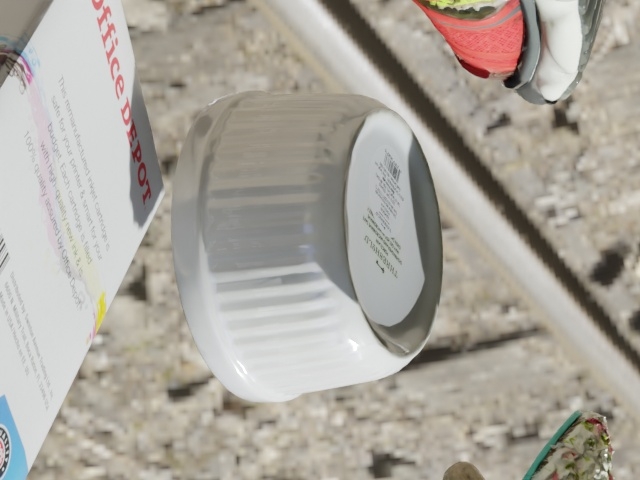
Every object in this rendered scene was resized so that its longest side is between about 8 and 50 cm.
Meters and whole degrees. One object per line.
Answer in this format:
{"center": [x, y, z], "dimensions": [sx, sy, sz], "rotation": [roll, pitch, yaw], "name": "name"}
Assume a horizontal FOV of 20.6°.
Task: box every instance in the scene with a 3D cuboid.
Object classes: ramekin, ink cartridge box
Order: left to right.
{"center": [-0.224, -0.014, 0.880], "dimensions": [0.197, 0.270, 0.198], "rotation": [7, 136, 16], "name": "ink cartridge box"}
{"center": [0.000, 0.000, 1.143], "dimensions": [0.109, 0.207, 0.207], "rotation": [-6, 153, 26], "name": "ramekin"}

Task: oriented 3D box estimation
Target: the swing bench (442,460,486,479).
{"center": [0.232, 0.147, 0.793], "dimensions": [0.253, 0.255, 0.165], "rotation": [-42, 139, 20], "name": "swing bench"}

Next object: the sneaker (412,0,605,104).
{"center": [0.037, -0.119, 0.548], "dimensions": [0.118, 0.107, 0.279], "rotation": [14, 174, 11], "name": "sneaker"}

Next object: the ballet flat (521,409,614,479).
{"center": [0.116, 0.194, 1.004], "dimensions": [0.077, 0.241, 0.091], "rotation": [32, 143, 21], "name": "ballet flat"}
